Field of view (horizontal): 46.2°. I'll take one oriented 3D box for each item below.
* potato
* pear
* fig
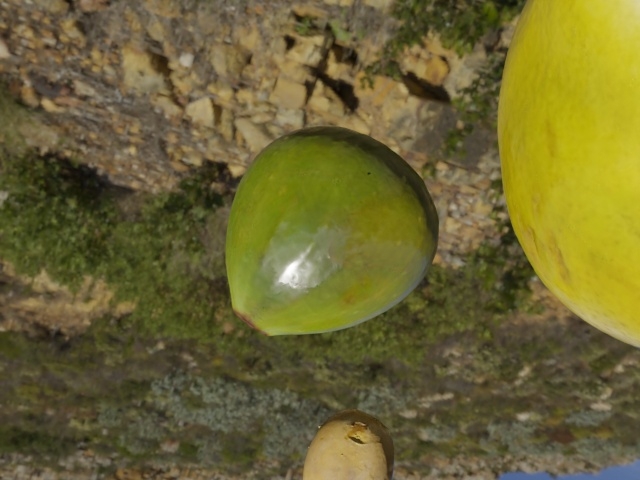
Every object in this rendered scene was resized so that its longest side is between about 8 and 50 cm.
[{"bbox_3d":[0.039,0.389,1.203,0.146,0.233,0.150,13,169,13],"label":"potato"},{"bbox_3d":[0.311,-0.079,0.555,0.363,0.362,0.418,24,161,35],"label":"pear"},{"bbox_3d":[0.000,0.000,1.062,0.316,0.316,0.316,18,-172,-3],"label":"fig"}]
